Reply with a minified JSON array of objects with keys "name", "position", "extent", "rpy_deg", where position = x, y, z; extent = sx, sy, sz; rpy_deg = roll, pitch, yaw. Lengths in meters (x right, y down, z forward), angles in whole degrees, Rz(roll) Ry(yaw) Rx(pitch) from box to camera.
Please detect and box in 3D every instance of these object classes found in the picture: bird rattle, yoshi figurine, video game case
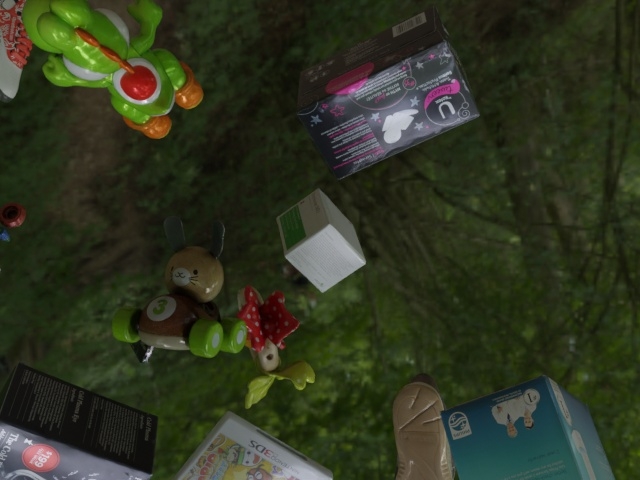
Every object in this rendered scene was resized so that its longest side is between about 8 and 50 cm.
[{"name":"bird rattle","position":[-0.116,0.172,1.436],"extent":[0.143,0.254,0.207],"rpy_deg":[-24,-143,-10]},{"name":"yoshi figurine","position":[-0.368,-0.325,1.361],"extent":[0.203,0.204,0.362],"rpy_deg":[-3,163,20]},{"name":"video game case","position":[-0.128,0.404,1.258],"extent":[0.206,0.227,0.026],"rpy_deg":[35,-167,-16]}]

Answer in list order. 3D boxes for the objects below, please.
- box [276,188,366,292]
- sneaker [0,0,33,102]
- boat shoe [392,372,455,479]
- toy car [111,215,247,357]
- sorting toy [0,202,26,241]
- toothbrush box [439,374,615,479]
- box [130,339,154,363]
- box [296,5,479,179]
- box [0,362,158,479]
[{"name":"box","position":[0.000,0.000,1.201],"extent":[0.087,0.102,0.101],"rpy_deg":[-34,-145,13]},{"name":"sneaker","position":[-0.558,-0.398,1.475],"extent":[0.145,0.270,0.090],"rpy_deg":[-15,163,5]},{"name":"boat shoe","position":[0.162,0.340,1.216],"extent":[0.102,0.285,0.092],"rpy_deg":[0,-165,22]},{"name":"toy car","position":[-0.192,0.060,1.143],"extent":[0.155,0.188,0.149],"rpy_deg":[7,179,21]},{"name":"sorting toy","position":[-0.574,-0.027,1.425],"extent":[0.102,0.061,0.042],"rpy_deg":[-21,157,-8]},{"name":"toothbrush box","position":[0.257,0.315,0.836],"extent":[0.126,0.296,0.216],"rpy_deg":[-26,152,19]},{"name":"box","position":[-0.388,0.215,1.724],"extent":[0.018,0.067,0.083],"rpy_deg":[1,-142,-43]},{"name":"box","position":[0.103,-0.232,1.253],"extent":[0.247,0.142,0.163],"rpy_deg":[-23,-149,16]},{"name":"box","position":[-0.545,0.472,1.597],"extent":[0.312,0.343,0.179],"rpy_deg":[26,-158,-20]}]
